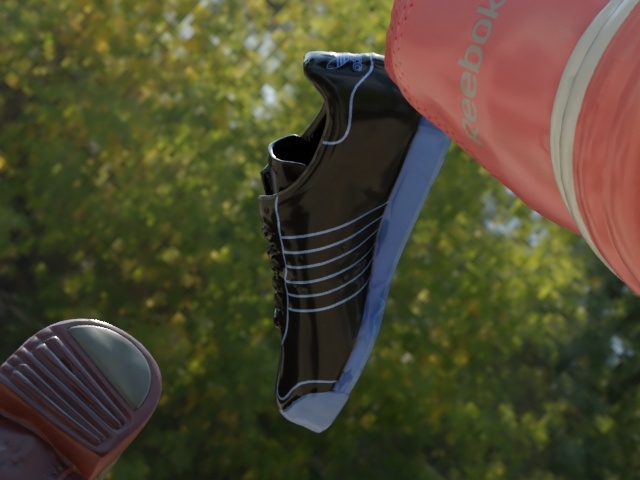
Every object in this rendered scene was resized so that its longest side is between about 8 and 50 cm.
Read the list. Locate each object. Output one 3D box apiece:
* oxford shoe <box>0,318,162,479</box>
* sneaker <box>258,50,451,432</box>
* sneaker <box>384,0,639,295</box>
[{"bbox_3d":[-0.229,0.183,0.985,0.123,0.348,0.130,42,-48,13],"label":"oxford shoe"},{"bbox_3d":[0.000,0.000,0.917,0.090,0.232,0.081,16,22,-8],"label":"sneaker"},{"bbox_3d":[0.150,-0.061,0.452,0.314,0.116,0.136,-6,24,-40],"label":"sneaker"}]
